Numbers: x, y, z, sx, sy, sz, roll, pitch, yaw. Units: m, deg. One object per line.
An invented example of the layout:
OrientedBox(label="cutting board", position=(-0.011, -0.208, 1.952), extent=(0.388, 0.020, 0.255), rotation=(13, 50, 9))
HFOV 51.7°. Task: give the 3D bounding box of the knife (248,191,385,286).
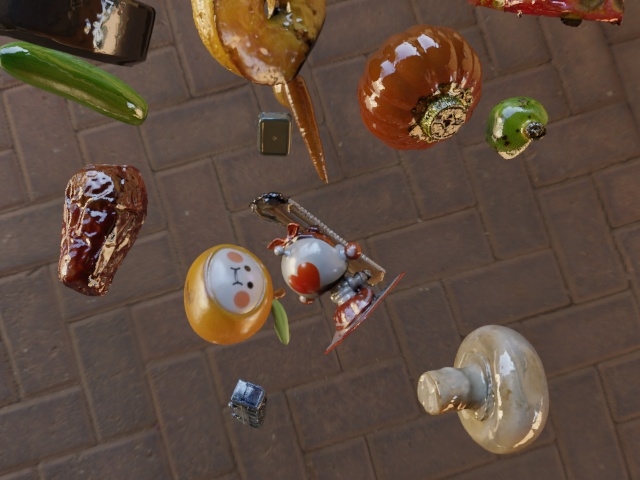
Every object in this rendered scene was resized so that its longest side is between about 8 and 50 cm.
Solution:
OrientedBox(label="knife", position=(0.002, -0.005, 1.512), extent=(0.365, 0.089, 0.043), rotation=(34, 45, -17))

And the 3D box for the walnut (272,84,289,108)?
OrientedBox(label="walnut", position=(-0.091, -0.376, 1.594), extent=(0.052, 0.091, 0.121), rotation=(-5, 103, -6))

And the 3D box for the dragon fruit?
OrientedBox(label="dragon fruit", position=(0.298, -0.412, 0.915), extent=(0.134, 0.262, 0.212), rotation=(2, 109, -24))

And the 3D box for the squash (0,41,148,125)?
OrientedBox(label="squash", position=(-0.454, -0.299, 1.245), extent=(0.292, 0.082, 0.082), rotation=(20, 89, -34))

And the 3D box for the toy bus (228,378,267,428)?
OrientedBox(label="toy bus", position=(-0.133, 0.310, 1.241), extent=(0.065, 0.166, 0.047), rotation=(19, 62, 6))

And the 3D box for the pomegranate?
OrientedBox(label="pomegranate", position=(0.441, -0.263, 1.498), extent=(0.143, 0.169, 0.122), rotation=(-40, 86, 7))

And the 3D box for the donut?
OrientedBox(label="donut", position=(-0.094, -0.377, 1.063), extent=(0.118, 0.253, 0.254), rotation=(6, 89, 38))

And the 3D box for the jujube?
OrientedBox(label="jujube", position=(-0.559, -0.031, 1.670), extent=(0.216, 0.216, 0.342), rotation=(9, 77, -1))

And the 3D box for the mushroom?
OrientedBox(label="mushroom", position=(0.270, 0.254, 1.082), extent=(0.209, 0.206, 0.206), rotation=(-28, 90, -11))

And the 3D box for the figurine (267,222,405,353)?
OrientedBox(label="figurine", position=(0.002, 0.064, 1.246), extent=(0.226, 0.183, 0.160), rotation=(43, 54, 3))

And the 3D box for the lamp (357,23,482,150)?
OrientedBox(label="lamp", position=(0.168, -0.257, 1.125), extent=(0.223, 0.223, 0.197), rotation=(-29, 52, -1))

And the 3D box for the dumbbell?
OrientedBox(label="dumbbell", position=(-0.191, -0.263, 0.520), extent=(0.152, 0.152, 0.218), rotation=(17, 103, 0))

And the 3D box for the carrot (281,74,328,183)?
OrientedBox(label="carrot", position=(-0.021, -0.205, 1.217), extent=(0.048, 0.048, 0.216), rotation=(-20, 103, -1))

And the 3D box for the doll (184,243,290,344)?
OrientedBox(label="doll", position=(-0.173, 0.119, 1.420), extent=(0.236, 0.213, 0.214), rotation=(8, 89, -31))

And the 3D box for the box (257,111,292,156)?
OrientedBox(label="box", position=(-0.119, -0.274, 1.720), extent=(0.091, 0.126, 0.031), rotation=(3, 44, -5))
